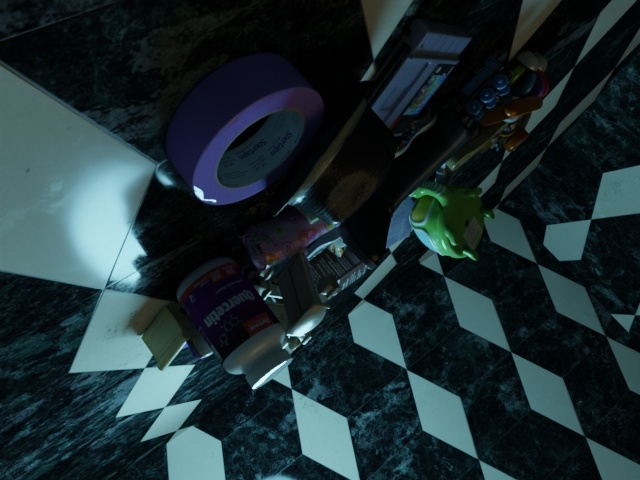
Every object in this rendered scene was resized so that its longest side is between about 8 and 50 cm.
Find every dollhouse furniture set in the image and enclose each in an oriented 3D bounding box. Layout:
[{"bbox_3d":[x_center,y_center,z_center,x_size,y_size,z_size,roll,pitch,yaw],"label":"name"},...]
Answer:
[{"bbox_3d":[-0.041,0.131,1.535,0.173,0.303,0.355,14,131,-34],"label":"dollhouse furniture set"},{"bbox_3d":[0.642,-0.389,1.886,0.129,0.129,0.183,-65,164,4],"label":"dollhouse furniture set"}]

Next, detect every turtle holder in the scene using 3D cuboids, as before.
[{"bbox_3d":[0.407,-0.074,1.821,0.320,0.227,0.243,9,93,-43],"label":"turtle holder"}]

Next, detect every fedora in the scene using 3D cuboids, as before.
[{"bbox_3d":[0.045,-0.152,1.088,0.334,0.152,0.334,-52,-170,13],"label":"fedora"}]

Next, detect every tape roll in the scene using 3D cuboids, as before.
[{"bbox_3d":[-0.127,-0.187,0.944,0.275,0.090,0.275,-36,164,-12],"label":"tape roll"}]

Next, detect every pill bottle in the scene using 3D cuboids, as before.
[{"bbox_3d":[-0.215,0.211,1.386,0.181,0.323,0.181,-36,163,-12],"label":"pill bottle"}]

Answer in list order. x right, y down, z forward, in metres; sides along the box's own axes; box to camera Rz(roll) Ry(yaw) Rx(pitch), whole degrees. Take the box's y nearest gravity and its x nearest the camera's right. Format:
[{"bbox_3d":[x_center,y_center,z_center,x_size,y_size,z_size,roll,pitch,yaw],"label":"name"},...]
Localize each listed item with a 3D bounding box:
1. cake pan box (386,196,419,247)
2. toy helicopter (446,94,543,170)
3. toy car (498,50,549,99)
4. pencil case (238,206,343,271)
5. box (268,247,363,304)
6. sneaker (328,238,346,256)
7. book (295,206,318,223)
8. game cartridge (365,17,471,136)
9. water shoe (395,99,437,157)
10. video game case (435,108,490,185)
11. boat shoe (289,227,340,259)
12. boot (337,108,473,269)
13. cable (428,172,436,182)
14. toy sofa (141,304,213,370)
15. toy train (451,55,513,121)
[{"bbox_3d":[0.242,-0.094,1.864,0.267,0.070,0.246,-24,132,-43],"label":"cake pan box"},{"bbox_3d":[0.519,-0.325,1.634,0.355,0.140,0.235,-36,169,-21],"label":"toy helicopter"},{"bbox_3d":[0.651,-0.499,1.706,0.182,0.136,0.159,-19,155,-50],"label":"toy car"},{"bbox_3d":[-0.072,-0.032,1.427,0.284,0.124,0.124,-31,162,-23],"label":"pencil case"},{"bbox_3d":[-0.004,0.145,2.000,0.381,0.143,0.191,-33,163,-13],"label":"box"},{"bbox_3d":[0.069,-0.019,1.845,0.083,0.084,0.215,-48,170,-17],"label":"sneaker"},{"bbox_3d":[0.005,-0.114,1.404,0.144,0.096,0.035,-32,161,-23],"label":"book"},{"bbox_3d":[0.186,-0.343,1.264,0.230,0.068,0.355,-14,151,-47],"label":"game cartridge"},{"bbox_3d":[0.223,-0.303,1.457,0.203,0.073,0.080,-42,142,-5],"label":"water shoe"},{"bbox_3d":[0.475,-0.332,1.799,0.300,0.036,0.329,-57,164,-4],"label":"video game case"},{"bbox_3d":[0.000,0.000,1.733,0.228,0.080,0.076,-41,170,10],"label":"boat shoe"},{"bbox_3d":[0.249,-0.159,1.519,0.445,0.146,0.367,-40,-156,16],"label":"boot"},{"bbox_3d":[0.412,-0.240,1.930,0.184,0.047,0.151,-44,150,-63],"label":"cable"},{"bbox_3d":[-0.315,0.266,1.580,0.150,0.177,0.362,-48,162,26],"label":"toy sofa"},{"bbox_3d":[0.454,-0.425,1.532,0.184,0.105,0.080,-44,160,15],"label":"toy train"}]
